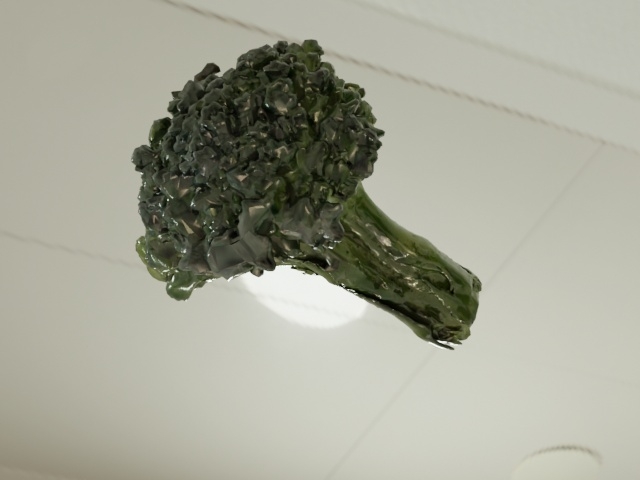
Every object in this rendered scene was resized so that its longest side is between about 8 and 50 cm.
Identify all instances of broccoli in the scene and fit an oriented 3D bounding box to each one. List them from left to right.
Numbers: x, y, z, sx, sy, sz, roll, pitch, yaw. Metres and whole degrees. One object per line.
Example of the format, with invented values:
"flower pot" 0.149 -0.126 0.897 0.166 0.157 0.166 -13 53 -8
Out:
"broccoli" -0.019 0.006 0.871 0.274 0.199 0.177 56 -169 -35
